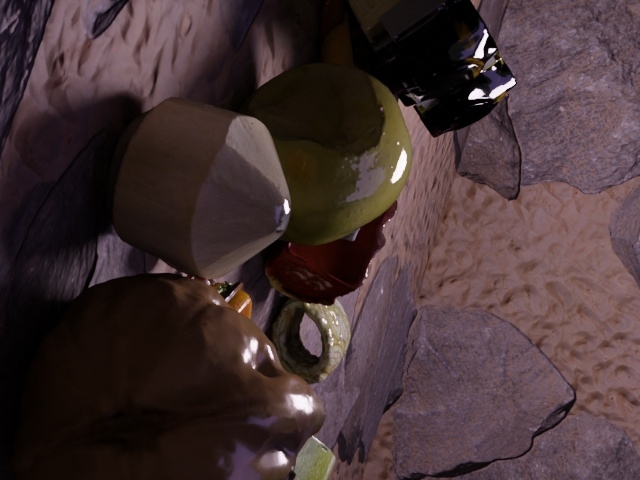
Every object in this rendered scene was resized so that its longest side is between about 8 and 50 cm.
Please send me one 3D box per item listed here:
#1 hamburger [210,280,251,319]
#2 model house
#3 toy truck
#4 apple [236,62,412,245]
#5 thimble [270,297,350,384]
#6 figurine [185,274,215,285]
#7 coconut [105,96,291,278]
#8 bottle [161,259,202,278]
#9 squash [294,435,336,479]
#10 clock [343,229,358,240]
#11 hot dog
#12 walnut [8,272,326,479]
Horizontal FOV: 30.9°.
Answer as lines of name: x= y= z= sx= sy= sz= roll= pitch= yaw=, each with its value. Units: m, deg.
hamburger: x=-0.165 y=0.142 z=1.780 sx=0.137 sy=0.087 sz=0.166 roll=-49 pitch=154 yaw=-58
model house: x=0.000 y=0.000 z=2.092 sx=0.196 sy=0.160 sz=0.254 roll=-66 pitch=-167 yaw=-20
toy truck: x=0.168 y=-0.325 z=1.836 sx=0.180 sy=0.254 sz=0.405 roll=-31 pitch=162 yaw=11
apple: x=-0.008 y=-0.123 z=1.691 sx=0.279 sy=0.279 sz=0.279 roll=18 pitch=90 yaw=-76
thimble: x=-0.019 y=0.179 z=2.274 sx=0.143 sy=0.137 sz=0.191 roll=-23 pitch=111 yaw=-72
figurine: x=-0.176 y=0.047 z=1.688 sx=0.047 sy=0.064 sz=0.109 roll=11 pitch=87 yaw=-54
coconut: x=-0.135 y=-0.060 z=1.372 sx=0.202 sy=0.221 sz=0.202 roll=-54 pitch=156 yaw=-37
bottle: x=-0.155 y=-0.031 z=1.591 sx=0.099 sy=0.098 sz=0.152 roll=78 pitch=32 yaw=-63
squash: x=-0.163 y=0.469 z=1.847 sx=0.263 sy=0.263 sz=0.385 roll=78 pitch=34 yaw=-63
clock: x=0.005 y=-0.129 z=1.898 sx=0.083 sy=0.186 sz=0.253 roll=-145 pitch=-110 yaw=-69
hot dog: x=0.053 y=-0.333 z=1.975 sx=0.194 sy=0.107 sz=0.326 roll=-70 pitch=156 yaw=-48
walnut: x=-0.180 y=0.212 z=1.360 sx=0.383 sy=0.383 sz=0.384 roll=18 pitch=90 yaw=-76
